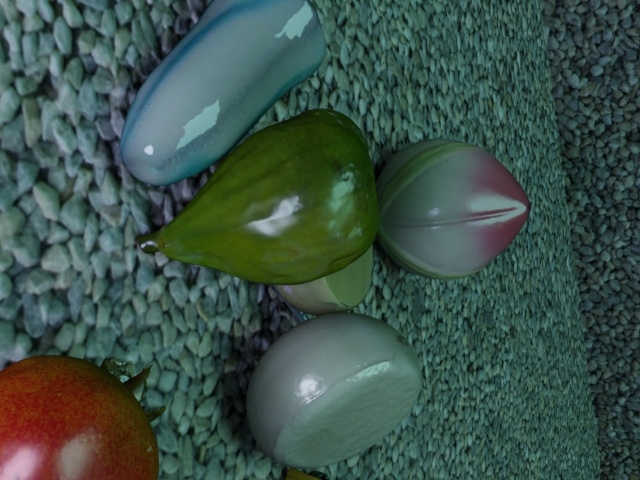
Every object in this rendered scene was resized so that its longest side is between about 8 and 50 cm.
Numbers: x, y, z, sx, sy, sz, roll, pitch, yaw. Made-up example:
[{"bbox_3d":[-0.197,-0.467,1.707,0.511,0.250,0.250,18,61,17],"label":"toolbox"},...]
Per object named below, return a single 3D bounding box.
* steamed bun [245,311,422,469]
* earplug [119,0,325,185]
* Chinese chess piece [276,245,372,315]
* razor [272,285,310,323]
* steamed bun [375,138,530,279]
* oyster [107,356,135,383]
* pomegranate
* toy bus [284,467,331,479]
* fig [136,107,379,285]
[{"bbox_3d":[0.010,0.220,1.209,0.282,0.177,0.283,-22,142,-18],"label":"steamed bun"},{"bbox_3d":[-0.149,-0.201,1.023,0.324,0.184,0.185,-55,133,-32],"label":"earplug"},{"bbox_3d":[0.000,0.000,1.264,0.250,0.097,0.251,-8,90,-66],"label":"Chinese chess piece"},{"bbox_3d":[-0.054,0.093,1.286,0.211,0.035,0.084,64,31,-42],"label":"razor"},{"bbox_3d":[0.278,-0.065,1.550,0.309,0.309,0.310,-1,92,-56],"label":"steamed bun"},{"bbox_3d":[-0.262,0.194,0.971,0.051,0.034,0.093,35,66,-43],"label":"oyster"},{"bbox_3d":[-0.269,0.223,0.804,0.256,0.220,0.221,-36,119,-51],"label":"pomegranate"},{"bbox_3d":[0.050,0.507,1.368,0.335,0.121,0.123,50,56,-45],"label":"toy bus"},{"bbox_3d":[-0.059,-0.035,1.055,0.233,0.314,0.233,49,20,-25],"label":"fig"}]
